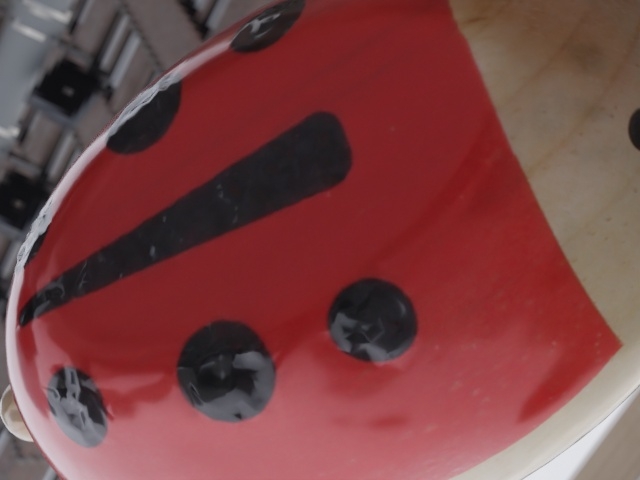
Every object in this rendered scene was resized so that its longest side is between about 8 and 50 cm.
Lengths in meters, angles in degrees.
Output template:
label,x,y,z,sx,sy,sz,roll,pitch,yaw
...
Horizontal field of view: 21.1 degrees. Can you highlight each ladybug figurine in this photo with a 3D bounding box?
label,x,y,z,sx,sy,sz,roll,pitch,yaw
ladybug figurine,0.000,0.000,0.903,0.162,0.449,0.305,30,-147,-57
